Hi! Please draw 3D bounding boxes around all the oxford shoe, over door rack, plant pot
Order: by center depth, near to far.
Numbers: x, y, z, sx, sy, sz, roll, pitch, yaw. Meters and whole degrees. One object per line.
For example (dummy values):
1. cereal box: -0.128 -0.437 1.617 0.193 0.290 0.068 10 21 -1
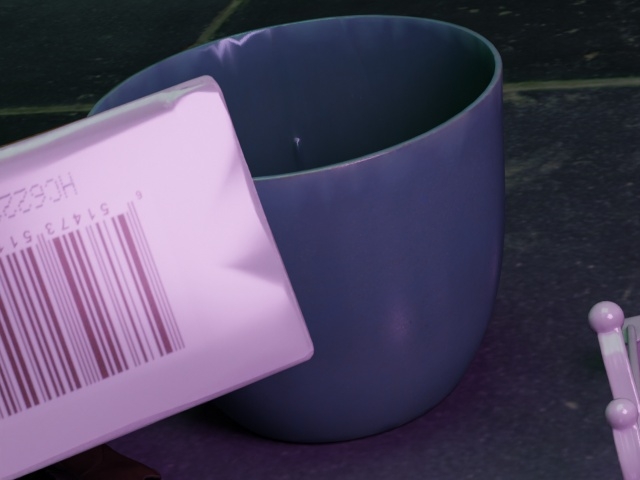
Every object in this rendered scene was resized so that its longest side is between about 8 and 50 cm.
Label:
1. over door rack: 0.290 0.057 1.163 0.239 0.108 0.324 -12 6 11
2. oxford shoe: -0.157 0.171 1.284 0.096 0.083 0.227 8 14 -22
3. plant pot: 0.000 0.000 1.370 0.293 0.235 0.293 -9 25 4

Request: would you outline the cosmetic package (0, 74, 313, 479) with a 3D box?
1. cosmetic package: -0.196 0.036 1.143 0.230 0.161 0.453 -21 3 -20
